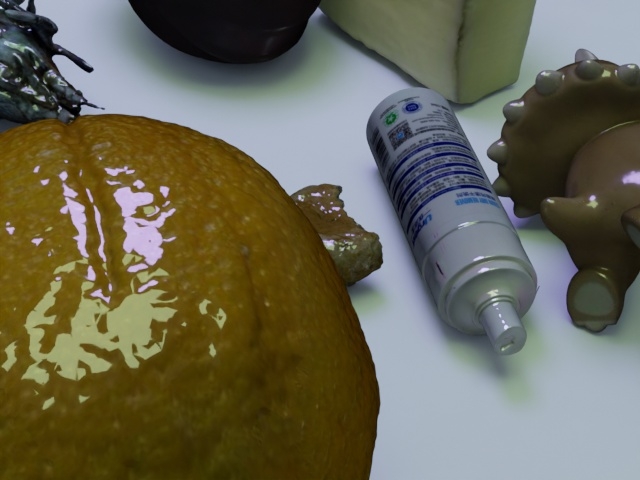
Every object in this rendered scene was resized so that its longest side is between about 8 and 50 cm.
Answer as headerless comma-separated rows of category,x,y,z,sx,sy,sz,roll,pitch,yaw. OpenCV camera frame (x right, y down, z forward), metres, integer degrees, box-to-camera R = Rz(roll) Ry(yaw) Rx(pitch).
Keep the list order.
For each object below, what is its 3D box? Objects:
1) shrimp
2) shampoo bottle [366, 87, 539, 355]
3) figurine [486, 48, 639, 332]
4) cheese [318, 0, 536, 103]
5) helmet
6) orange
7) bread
shrimp,-0.370,-0.208,1.136,0.410,0.166,0.221,28,80,45
shampoo bottle,0.119,-0.018,0.966,0.092,0.092,0.303,-8,42,-10
figurine,0.233,-0.068,0.961,0.173,0.177,0.247,31,54,4
cheese,0.113,-0.316,1.193,0.124,0.242,0.265,-18,44,-34
helmet,-0.120,-0.306,1.228,0.225,0.177,0.305,-22,39,-32
orange,-0.121,0.093,0.666,0.322,0.322,0.357,-14,40,-17
bread,0.000,0.000,0.966,0.082,0.060,0.113,-12,41,-16
